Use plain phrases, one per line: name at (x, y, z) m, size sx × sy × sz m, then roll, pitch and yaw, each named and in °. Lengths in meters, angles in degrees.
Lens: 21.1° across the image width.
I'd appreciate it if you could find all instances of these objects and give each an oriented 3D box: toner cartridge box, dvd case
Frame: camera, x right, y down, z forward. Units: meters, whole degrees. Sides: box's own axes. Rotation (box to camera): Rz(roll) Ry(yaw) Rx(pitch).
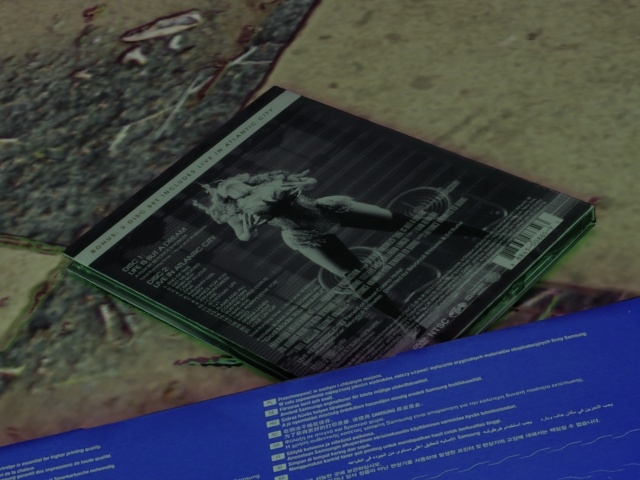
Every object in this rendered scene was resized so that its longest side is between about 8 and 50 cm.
toner cartridge box at (-0.016, 0.135, 0.652) m, size 0.348 × 0.075 × 0.165 m, roll -13°, pitch 37°, yaw 1°
dvd case at (0.000, 0.000, 0.861) m, size 0.221 × 0.018 × 0.164 m, roll 24°, pitch 53°, yaw 38°
